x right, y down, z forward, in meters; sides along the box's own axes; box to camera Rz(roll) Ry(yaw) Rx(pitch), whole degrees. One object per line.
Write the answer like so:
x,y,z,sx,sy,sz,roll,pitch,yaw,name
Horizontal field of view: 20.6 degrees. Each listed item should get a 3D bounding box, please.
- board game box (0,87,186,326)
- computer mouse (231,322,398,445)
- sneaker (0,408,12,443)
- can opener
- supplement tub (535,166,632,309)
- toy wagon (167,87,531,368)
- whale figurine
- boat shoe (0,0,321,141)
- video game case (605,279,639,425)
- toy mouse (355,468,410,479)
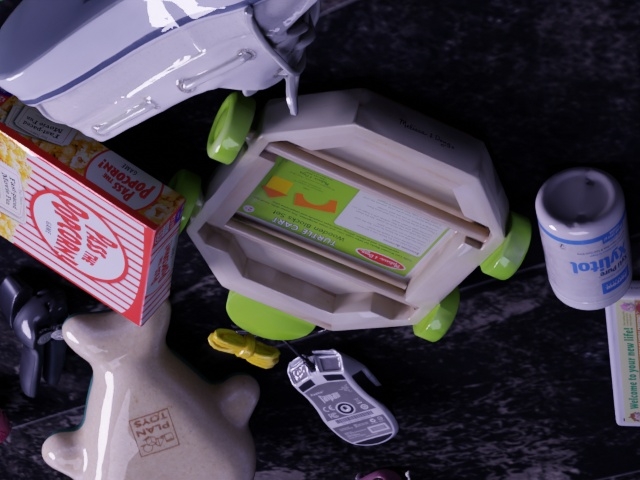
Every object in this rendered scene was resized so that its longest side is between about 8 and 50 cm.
-0.206,-0.031,1.446,0.193,0.045,0.147,32,146,12,board game box
0.007,0.125,1.662,0.106,0.042,0.193,-19,129,28,computer mouse
-0.463,0.198,1.830,0.299,0.112,0.121,-1,142,16,sneaker
-0.267,0.096,1.697,0.059,0.073,0.186,-24,152,-18,can opener
0.212,-0.002,1.407,0.071,0.071,0.107,-1,142,16,supplement tub
0.000,0.000,1.471,0.267,0.068,0.344,23,143,-15,toy wagon
-0.167,0.160,1.700,0.216,0.141,0.272,-19,119,-4,whale figurine
-0.057,-0.153,1.212,0.367,0.136,0.156,-26,132,33,boat shoe
0.353,0.105,1.552,0.193,0.023,0.212,1,144,14,video game case
0.059,0.275,1.856,0.143,0.031,0.161,6,144,7,toy mouse
